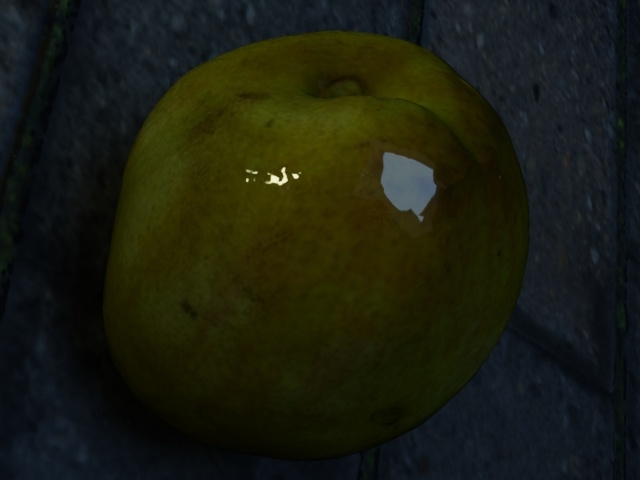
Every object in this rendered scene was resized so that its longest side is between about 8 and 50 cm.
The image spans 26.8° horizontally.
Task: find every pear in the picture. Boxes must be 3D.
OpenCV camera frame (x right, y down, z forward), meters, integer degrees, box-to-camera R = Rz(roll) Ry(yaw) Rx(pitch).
[{"bbox_3d":[0.000,0.000,0.605,0.200,0.200,0.200,22,58,-42],"label":"pear"}]
